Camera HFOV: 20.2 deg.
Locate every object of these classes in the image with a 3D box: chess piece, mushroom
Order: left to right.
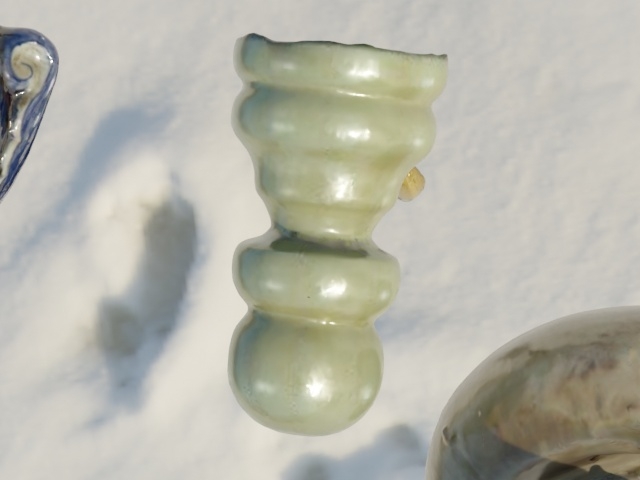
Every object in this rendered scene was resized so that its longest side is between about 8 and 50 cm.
[{"bbox_3d":[0.000,0.000,1.499,0.182,0.182,0.330,10,96,41],"label":"chess piece"},{"bbox_3d":[0.268,0.235,1.552,0.362,0.294,0.362,4,126,5],"label":"mushroom"}]

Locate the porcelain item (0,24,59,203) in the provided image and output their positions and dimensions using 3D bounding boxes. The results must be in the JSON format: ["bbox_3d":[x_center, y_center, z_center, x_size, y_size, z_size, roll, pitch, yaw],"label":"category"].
[{"bbox_3d":[-0.275,-0.125,0.943,0.288,0.138,0.186,30,99,-3],"label":"porcelain item"}]

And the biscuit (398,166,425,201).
[{"bbox_3d":[0.014,-0.086,1.739,0.234,0.153,0.030,25,75,48],"label":"biscuit"}]
